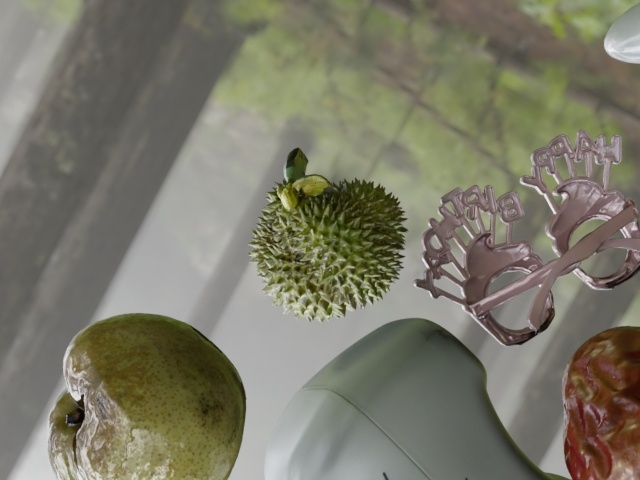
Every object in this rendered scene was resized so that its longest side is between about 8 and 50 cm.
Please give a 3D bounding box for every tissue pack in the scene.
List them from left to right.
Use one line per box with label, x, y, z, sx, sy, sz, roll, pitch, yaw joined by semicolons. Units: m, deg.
tissue pack;0.103;0.257;1.816;0.333;0.236;0.229;48;166;-7

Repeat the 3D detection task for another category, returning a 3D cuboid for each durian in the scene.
durian;0.012;0.008;1.997;0.159;0.146;0.198;11;160;-11

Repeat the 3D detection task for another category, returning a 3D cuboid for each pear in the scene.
pear;-0.135;0.141;1.487;0.137;0.167;0.167;6;-161;-33

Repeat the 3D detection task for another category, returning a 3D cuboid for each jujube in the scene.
jujube;0.286;0.177;1.655;0.174;0.174;0.250;24;-159;-27

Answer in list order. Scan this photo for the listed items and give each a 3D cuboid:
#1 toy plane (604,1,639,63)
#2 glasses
toy plane;0.339;-0.197;1.655;0.101;0.255;0.251;-15;96;68
glasses;0.209;-0.004;1.862;0.162;0.255;0.095;59;165;3
